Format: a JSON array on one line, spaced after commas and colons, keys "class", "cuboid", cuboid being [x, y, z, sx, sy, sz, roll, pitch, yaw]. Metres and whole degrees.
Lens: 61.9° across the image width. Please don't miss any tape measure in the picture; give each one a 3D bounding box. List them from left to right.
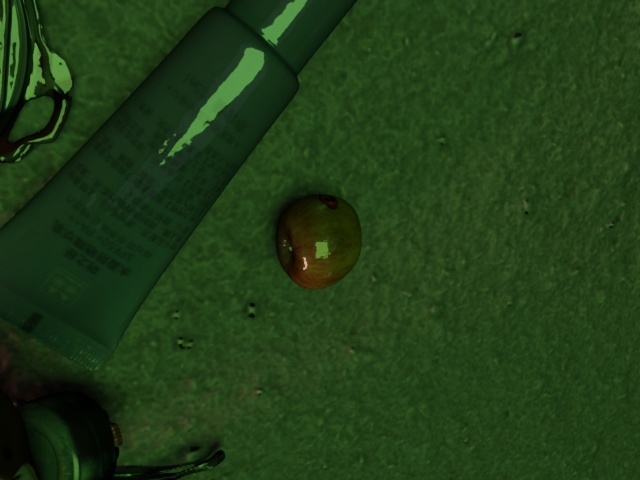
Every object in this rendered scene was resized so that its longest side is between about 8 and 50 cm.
[{"class": "tape measure", "cuboid": [-0.182, 0.181, 0.484, 0.179, 0.104, 0.107, 1, 90, -50]}]

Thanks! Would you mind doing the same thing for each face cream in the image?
[{"class": "face cream", "cuboid": [-0.114, -0.071, 0.414, 0.135, 0.086, 0.385, 39, 95, -22]}]

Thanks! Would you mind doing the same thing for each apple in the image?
[{"class": "apple", "cuboid": [0.000, 0.000, 0.474, 0.071, 0.084, 0.084, -9, 108, -26]}]

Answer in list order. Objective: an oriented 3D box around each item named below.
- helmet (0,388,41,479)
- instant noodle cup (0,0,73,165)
[{"class": "helmet", "cuboid": [-0.295, 0.156, 0.354, 0.198, 0.130, 0.224, -2, 136, -31]}, {"class": "instant noodle cup", "cuboid": [-0.298, -0.123, 0.275, 0.302, 0.181, 0.259, 11, 102, -22]}]
